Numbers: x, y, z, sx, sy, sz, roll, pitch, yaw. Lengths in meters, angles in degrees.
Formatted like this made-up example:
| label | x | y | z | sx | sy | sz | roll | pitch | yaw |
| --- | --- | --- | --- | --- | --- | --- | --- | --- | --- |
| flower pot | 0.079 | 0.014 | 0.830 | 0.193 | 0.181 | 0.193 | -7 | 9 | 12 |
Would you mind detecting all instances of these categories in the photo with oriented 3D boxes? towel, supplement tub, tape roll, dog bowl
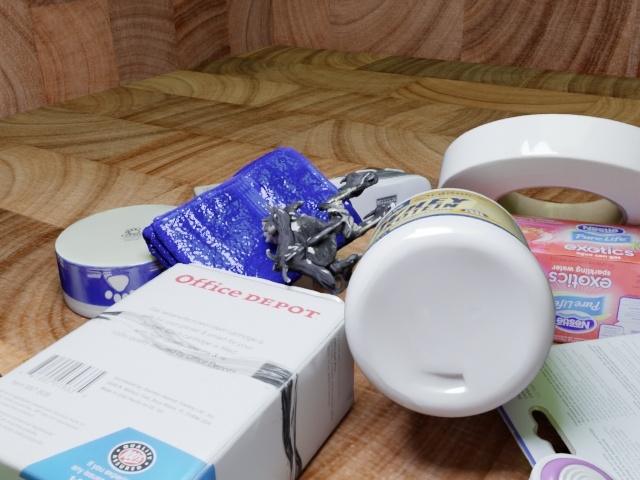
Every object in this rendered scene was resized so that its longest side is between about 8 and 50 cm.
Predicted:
| label | x | y | z | sx | sy | sz | roll | pitch | yaw |
| --- | --- | --- | --- | --- | --- | --- | --- | --- | --- |
| towel | -0.103 | -0.024 | 1.118 | 0.308 | 0.076 | 0.227 | -36 | 66 | -30 |
| supplement tub | 0.160 | 0.057 | 0.878 | 0.228 | 0.228 | 0.316 | 2 | 13 | 9 |
| tape roll | 0.383 | -0.072 | 1.115 | 0.392 | 0.392 | 0.072 | 7 | 70 | 17 |
| dog bowl | -0.329 | 0.032 | 1.238 | 0.265 | 0.104 | 0.265 | -1 | 26 | 1 |

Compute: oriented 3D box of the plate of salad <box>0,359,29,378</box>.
| label | x | y | z | sx | sy | sz | roll | pitch | yaw |
| --- | --- | --- | --- | --- | --- | --- | --- | --- | --- |
| plate of salad | -0.392 | 0.188 | 0.860 | 0.200 | 0.048 | 0.200 | -39 | 0 | 0 |

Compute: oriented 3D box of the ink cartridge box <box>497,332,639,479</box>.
| label | x | y | z | sx | sy | sz | roll | pitch | yaw |
| --- | --- | --- | --- | --- | --- | --- | --- | --- | --- |
| ink cartridge box | 0.384 | 0.230 | 0.818 | 0.330 | 0.071 | 0.324 | -8 | 26 | -5 |

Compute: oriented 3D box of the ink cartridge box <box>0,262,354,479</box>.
| label | x | y | z | sx | sy | sz | roll | pitch | yaw |
| --- | --- | --- | --- | --- | --- | --- | --- | --- | --- |
| ink cartridge box | -0.168 | 0.199 | 0.805 | 0.285 | 0.166 | 0.395 | 13 | 29 | 27 |

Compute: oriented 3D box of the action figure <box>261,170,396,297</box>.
| label | x | y | z | sx | sy | sz | roll | pitch | yaw |
| --- | --- | --- | --- | --- | --- | --- | --- | --- | --- |
| action figure | 0.000 | 0.000 | 1.021 | 0.164 | 0.141 | 0.275 | 50 | 45 | 6 |

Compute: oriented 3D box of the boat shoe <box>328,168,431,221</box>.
| label | x | y | z | sx | sy | sz | roll | pitch | yaw |
| --- | --- | --- | --- | --- | --- | --- | --- | --- | --- |
| boat shoe | 0.090 | -0.105 | 1.494 | 0.301 | 0.108 | 0.102 | -12 | 27 | -25 |

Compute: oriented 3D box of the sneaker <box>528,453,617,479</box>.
| label | x | y | z | sx | sy | sz | roll | pitch | yaw |
| --- | --- | --- | --- | --- | --- | --- | --- | --- | --- |
| sneaker | 0.251 | 0.337 | 0.565 | 0.114 | 0.152 | 0.305 | -3 | 47 | -21 |

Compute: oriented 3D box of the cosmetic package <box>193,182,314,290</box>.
| label | x | y | z | sx | sy | sz | roll | pitch | yaw |
| --- | --- | --- | --- | --- | --- | --- | --- | --- | --- |
| cosmetic package | -0.132 | -0.010 | 1.303 | 0.160 | 0.113 | 0.309 | -9 | 26 | -15 |

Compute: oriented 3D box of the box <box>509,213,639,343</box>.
| label | x | y | z | sx | sy | sz | roll | pitch | yaw |
| --- | --- | --- | --- | --- | --- | --- | --- | --- | --- |
| box | 0.416 | 0.066 | 1.063 | 0.300 | 0.154 | 0.142 | 6 | 25 | 18 |
